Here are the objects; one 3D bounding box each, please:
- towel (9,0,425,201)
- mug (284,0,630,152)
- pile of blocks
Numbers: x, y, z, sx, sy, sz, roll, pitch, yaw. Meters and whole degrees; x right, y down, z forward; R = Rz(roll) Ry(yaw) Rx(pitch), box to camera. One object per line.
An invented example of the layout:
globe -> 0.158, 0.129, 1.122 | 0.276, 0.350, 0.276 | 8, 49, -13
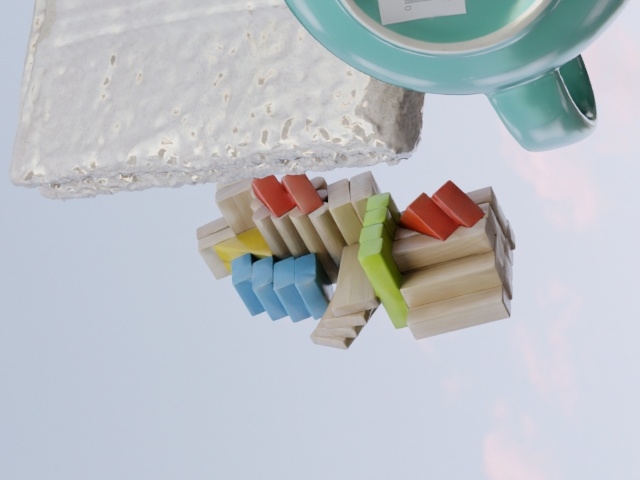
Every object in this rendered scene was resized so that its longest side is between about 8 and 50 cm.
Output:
towel -> -0.058, -0.120, 0.705 | 0.049, 0.282, 0.187 | 24, -112, -54
mug -> 0.055, -0.105, 0.400 | 0.158, 0.129, 0.097 | 32, -147, -9
pile of blocks -> 0.000, 0.000, 1.086 | 0.149, 0.362, 0.112 | -54, -51, -34
